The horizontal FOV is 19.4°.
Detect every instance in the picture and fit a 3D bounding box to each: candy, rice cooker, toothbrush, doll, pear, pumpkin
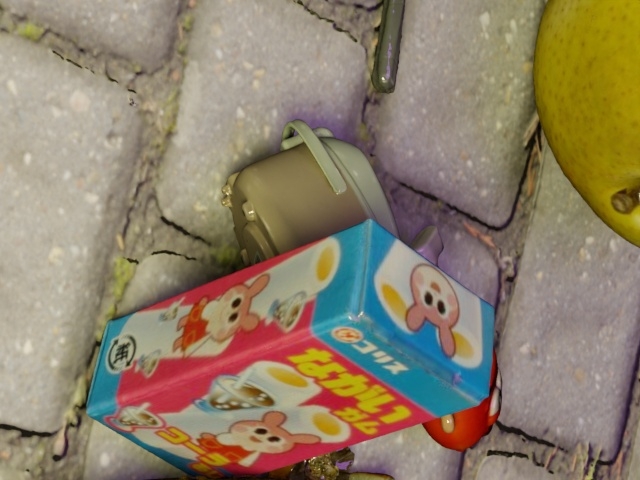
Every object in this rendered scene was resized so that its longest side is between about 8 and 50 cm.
[{"bbox_3d":[-0.027,0.096,1.497,0.157,0.306,0.100,36,49,-33],"label":"candy"},{"bbox_3d":[0.000,0.000,1.612,0.127,0.145,0.206,-23,63,-18],"label":"rice cooker"},{"bbox_3d":[0.078,-0.285,1.784,0.030,0.030,0.297,15,80,-48],"label":"toothbrush"},{"bbox_3d":[0.119,0.112,1.744,0.183,0.085,0.217,-68,145,-62],"label":"doll"},{"bbox_3d":[0.392,-0.182,1.845,0.362,0.362,0.418,44,57,-30],"label":"pear"},{"bbox_3d":[-0.007,0.207,1.681,0.074,0.054,0.083,40,59,-37],"label":"pumpkin"}]

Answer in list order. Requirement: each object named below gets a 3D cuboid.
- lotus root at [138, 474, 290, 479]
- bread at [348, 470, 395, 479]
[{"bbox_3d":[-0.120,0.284,1.495,0.397,0.179,0.196,-1,109,-43],"label":"lotus root"},{"bbox_3d":[0.040,0.237,1.721,0.062,0.109,0.043,9,75,4],"label":"bread"}]
